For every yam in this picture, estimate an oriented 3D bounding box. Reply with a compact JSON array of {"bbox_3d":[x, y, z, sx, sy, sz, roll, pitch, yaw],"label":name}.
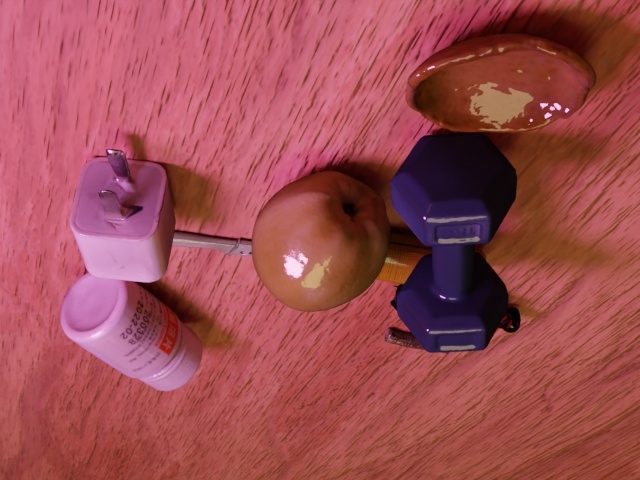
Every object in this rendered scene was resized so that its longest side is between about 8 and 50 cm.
[{"bbox_3d":[0.178,0.180,2.000,0.129,0.027,0.033,11,153,-10],"label":"yam"}]

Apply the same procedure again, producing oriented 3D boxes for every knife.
[{"bbox_3d":[-0.148,0.009,1.763,0.293,0.020,0.043,6,150,1],"label":"knife"}]

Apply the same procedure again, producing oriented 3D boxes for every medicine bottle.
[{"bbox_3d":[-0.321,0.160,1.955,0.144,0.144,0.252,-8,146,25],"label":"medicine bottle"}]

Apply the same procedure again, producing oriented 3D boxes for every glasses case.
[{"bbox_3d":[0.128,0.027,1.684,0.234,0.064,0.079,9,146,-5],"label":"glasses case"}]

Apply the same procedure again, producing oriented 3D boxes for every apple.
[{"bbox_3d":[0.000,0.000,1.547,0.200,0.200,0.200,5,152,3],"label":"apple"}]

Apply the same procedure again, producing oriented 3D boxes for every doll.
[{"bbox_3d":[0.206,0.105,1.806,0.248,0.088,0.127,16,132,-35],"label":"doll"}]

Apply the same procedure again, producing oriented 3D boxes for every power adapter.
[{"bbox_3d":[-0.277,-0.045,1.575,0.125,0.130,0.205,6,151,2],"label":"power adapter"}]

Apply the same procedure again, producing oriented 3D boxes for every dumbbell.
[{"bbox_3d":[0.176,0.011,1.504,0.144,0.160,0.325,22,147,24],"label":"dumbbell"}]

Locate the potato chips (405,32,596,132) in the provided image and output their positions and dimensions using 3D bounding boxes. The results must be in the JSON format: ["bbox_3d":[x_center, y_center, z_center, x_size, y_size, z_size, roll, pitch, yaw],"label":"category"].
[{"bbox_3d":[0.201,-0.185,1.275,0.208,0.062,0.195,-20,147,39],"label":"potato chips"}]
